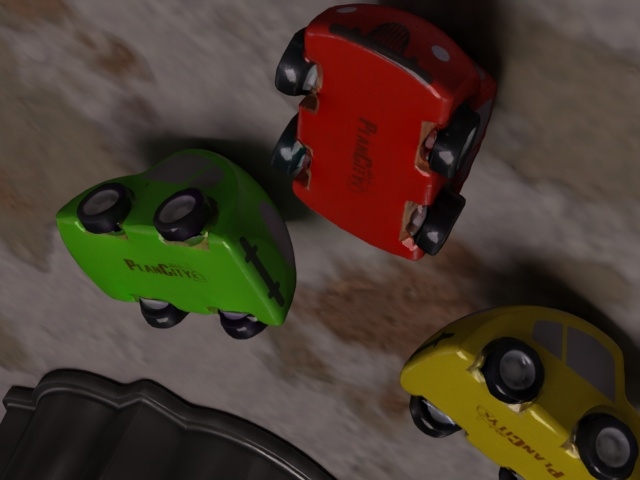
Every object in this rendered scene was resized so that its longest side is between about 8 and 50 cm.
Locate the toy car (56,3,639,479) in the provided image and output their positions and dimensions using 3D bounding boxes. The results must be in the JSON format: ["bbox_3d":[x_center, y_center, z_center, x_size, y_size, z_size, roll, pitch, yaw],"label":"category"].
[{"bbox_3d":[0.000,0.000,0.683,0.225,0.053,0.239,7,140,40],"label":"toy car"}]

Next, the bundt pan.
[{"bbox_3d":[-0.060,0.220,0.997,0.330,0.124,0.331,26,150,16],"label":"bundt pan"}]
